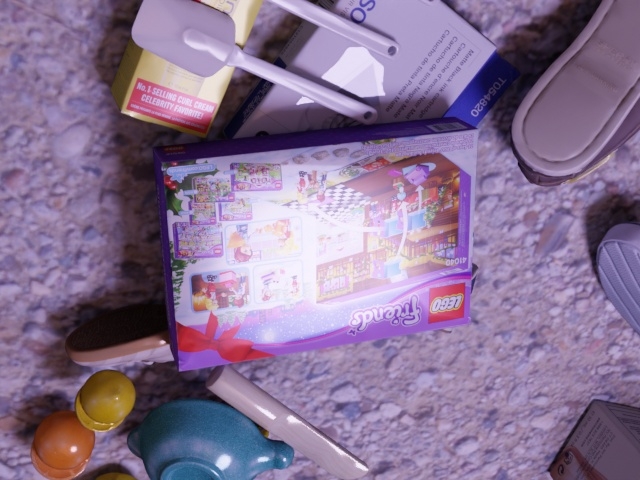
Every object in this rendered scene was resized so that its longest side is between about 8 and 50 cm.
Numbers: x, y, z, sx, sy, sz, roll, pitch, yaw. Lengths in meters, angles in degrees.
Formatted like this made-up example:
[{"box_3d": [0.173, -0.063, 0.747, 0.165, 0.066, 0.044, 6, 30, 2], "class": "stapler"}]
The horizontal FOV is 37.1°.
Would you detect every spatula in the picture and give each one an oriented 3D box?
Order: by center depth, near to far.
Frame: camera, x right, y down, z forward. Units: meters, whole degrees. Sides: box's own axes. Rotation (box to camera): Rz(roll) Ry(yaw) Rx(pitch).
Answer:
[{"box_3d": [-0.021, -0.194, 0.802, 0.242, 0.019, 0.168, 19, 105, -33], "class": "spatula"}]

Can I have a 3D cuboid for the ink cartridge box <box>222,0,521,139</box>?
[{"box_3d": [0.059, -0.127, 0.908, 0.224, 0.045, 0.223, 30, 105, -30], "class": "ink cartridge box"}]

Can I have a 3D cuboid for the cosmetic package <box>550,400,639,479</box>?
[{"box_3d": [0.427, 0.338, 1.135, 0.153, 0.296, 0.129, 17, 110, -25], "class": "cosmetic package"}]

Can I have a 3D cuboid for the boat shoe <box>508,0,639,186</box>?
[{"box_3d": [0.312, -0.182, 0.931, 0.324, 0.116, 0.097, -47, 163, -2], "class": "boat shoe"}]

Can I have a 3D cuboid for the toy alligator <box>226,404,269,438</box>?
[{"box_3d": [-0.089, 0.237, 1.062, 0.051, 0.056, 0.190, -35, 147, -51], "class": "toy alligator"}]

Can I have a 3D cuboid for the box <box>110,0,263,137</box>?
[{"box_3d": [-0.097, -0.209, 0.804, 0.087, 0.058, 0.232, 16, 112, -28], "class": "box"}]

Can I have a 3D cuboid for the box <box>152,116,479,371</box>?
[{"box_3d": [0.000, 0.000, 0.884, 0.293, 0.057, 0.201, -7, 112, -16], "class": "box"}]

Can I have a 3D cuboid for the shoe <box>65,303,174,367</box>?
[{"box_3d": [-0.140, 0.096, 0.948, 0.219, 0.076, 0.058, -12, 116, -14], "class": "shoe"}]

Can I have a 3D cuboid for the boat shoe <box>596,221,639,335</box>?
[{"box_3d": [0.414, 0.068, 1.114, 0.094, 0.109, 0.302, -51, 128, -16], "class": "boat shoe"}]

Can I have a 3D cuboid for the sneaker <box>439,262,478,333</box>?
[{"box_3d": [0.087, 0.022, 0.994, 0.192, 0.064, 0.086, 29, 98, -29], "class": "sneaker"}]

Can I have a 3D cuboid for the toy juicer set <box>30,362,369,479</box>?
[{"box_3d": [-0.140, 0.190, 0.964, 0.329, 0.089, 0.209, -21, 119, 19], "class": "toy juicer set"}]
